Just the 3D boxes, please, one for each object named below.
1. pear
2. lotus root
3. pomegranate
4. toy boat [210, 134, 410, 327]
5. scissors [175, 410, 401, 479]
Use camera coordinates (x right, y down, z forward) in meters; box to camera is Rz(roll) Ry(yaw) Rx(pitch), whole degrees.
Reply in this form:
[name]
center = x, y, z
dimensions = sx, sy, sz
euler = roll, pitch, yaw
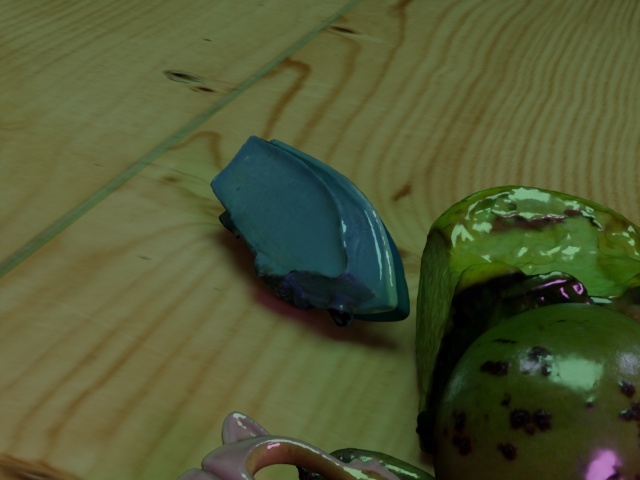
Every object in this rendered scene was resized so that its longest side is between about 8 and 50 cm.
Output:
[pear]
center = 0.193, 0.054, 0.999
dimensions = 0.238, 0.164, 0.255
euler = 8, 24, 0
[lotus root]
center = 0.031, 0.157, 0.838
dimensions = 0.099, 0.049, 0.054
euler = 16, 55, 11
[pomegranate]
center = 0.172, 0.126, 0.793
dimensions = 0.210, 0.179, 0.179
euler = 3, 23, 10
[toy boat]
center = 0.000, 0.000, 1.122
dimensions = 0.098, 0.109, 0.238
euler = 35, 6, -39
[scissors]
center = 0.035, 0.198, 0.734
dimensions = 0.317, 0.024, 0.160
euler = 30, 44, 30
